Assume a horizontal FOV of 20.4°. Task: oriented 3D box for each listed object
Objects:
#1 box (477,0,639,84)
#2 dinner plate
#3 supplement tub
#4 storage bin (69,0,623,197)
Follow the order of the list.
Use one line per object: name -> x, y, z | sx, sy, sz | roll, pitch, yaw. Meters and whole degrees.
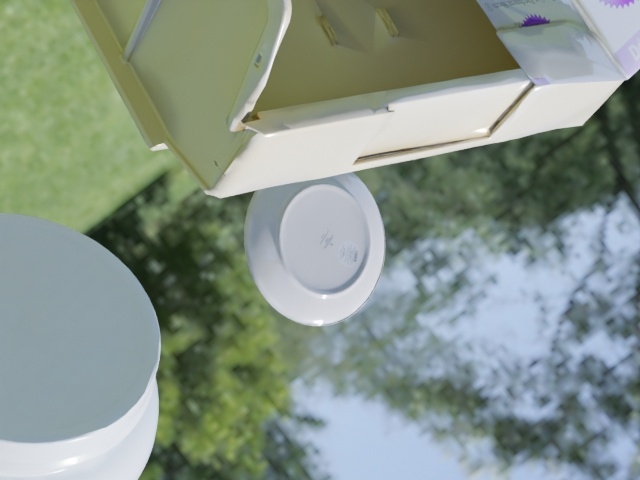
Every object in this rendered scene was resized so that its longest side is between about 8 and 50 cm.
box -> 0.190, -0.185, 0.708 | 0.324, 0.063, 0.067 | -43, -161, -19
dinner plate -> 0.000, 0.000, 1.470 | 0.141, 0.141, 0.017 | -39, -161, -31
supplement tub -> -0.245, 0.153, 1.272 | 0.228, 0.228, 0.316 | -41, 163, -43
storage bin -> 0.006, -0.170, 0.833 | 0.262, 0.260, 0.123 | -13, 155, -40
